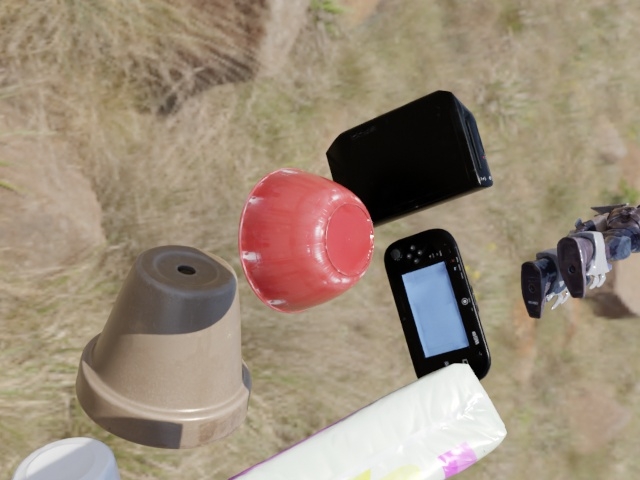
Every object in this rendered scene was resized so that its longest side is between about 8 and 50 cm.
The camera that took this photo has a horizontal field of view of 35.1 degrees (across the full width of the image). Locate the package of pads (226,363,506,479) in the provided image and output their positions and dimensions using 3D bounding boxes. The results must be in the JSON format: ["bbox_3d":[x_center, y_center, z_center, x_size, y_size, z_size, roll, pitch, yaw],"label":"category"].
[{"bbox_3d":[0.008,0.240,0.999,0.297,0.229,0.101,-24,78,-20],"label":"package of pads"}]

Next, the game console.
[{"bbox_3d":[0.137,0.007,1.279,0.044,0.213,0.361,-8,80,-52],"label":"game console"}]

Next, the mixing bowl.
[{"bbox_3d":[0.000,0.000,1.213,0.181,0.098,0.181,0,90,-47],"label":"mixing bowl"}]

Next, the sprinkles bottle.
[{"bbox_3d":[-0.275,0.415,1.234,0.121,0.121,0.355,-49,138,-53],"label":"sprinkles bottle"}]

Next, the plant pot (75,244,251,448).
[{"bbox_3d":[-0.215,0.140,1.488,0.263,0.263,0.229,-36,145,-58],"label":"plant pot"}]

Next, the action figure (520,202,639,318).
[{"bbox_3d":[0.384,0.011,1.345,0.285,0.185,0.099,-21,95,-39],"label":"action figure"}]
